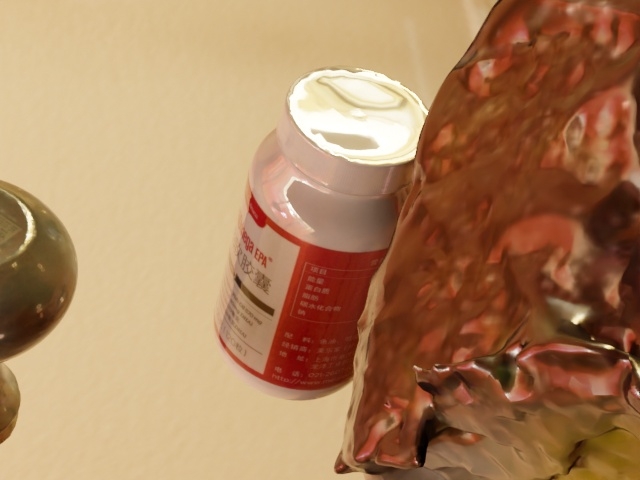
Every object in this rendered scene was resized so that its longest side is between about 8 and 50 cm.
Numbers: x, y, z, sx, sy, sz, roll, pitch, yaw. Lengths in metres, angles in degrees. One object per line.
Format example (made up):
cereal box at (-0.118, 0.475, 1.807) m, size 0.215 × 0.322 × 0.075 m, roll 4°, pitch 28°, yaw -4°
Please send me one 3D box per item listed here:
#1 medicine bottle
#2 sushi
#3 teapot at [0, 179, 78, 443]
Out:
medicine bottle at (0.000, 0.000, 1.041) m, size 0.131 × 0.250 × 0.131 m, roll 8°, pitch -135°, yaw -8°
sushi at (0.191, 0.037, 0.759) m, size 0.299 × 0.281 × 0.294 m, roll 29°, pitch -119°, yaw -21°
teapot at (-0.306, 0.071, 1.201) m, size 0.183 × 0.251 × 0.183 m, roll 8°, pitch -134°, yaw -8°
